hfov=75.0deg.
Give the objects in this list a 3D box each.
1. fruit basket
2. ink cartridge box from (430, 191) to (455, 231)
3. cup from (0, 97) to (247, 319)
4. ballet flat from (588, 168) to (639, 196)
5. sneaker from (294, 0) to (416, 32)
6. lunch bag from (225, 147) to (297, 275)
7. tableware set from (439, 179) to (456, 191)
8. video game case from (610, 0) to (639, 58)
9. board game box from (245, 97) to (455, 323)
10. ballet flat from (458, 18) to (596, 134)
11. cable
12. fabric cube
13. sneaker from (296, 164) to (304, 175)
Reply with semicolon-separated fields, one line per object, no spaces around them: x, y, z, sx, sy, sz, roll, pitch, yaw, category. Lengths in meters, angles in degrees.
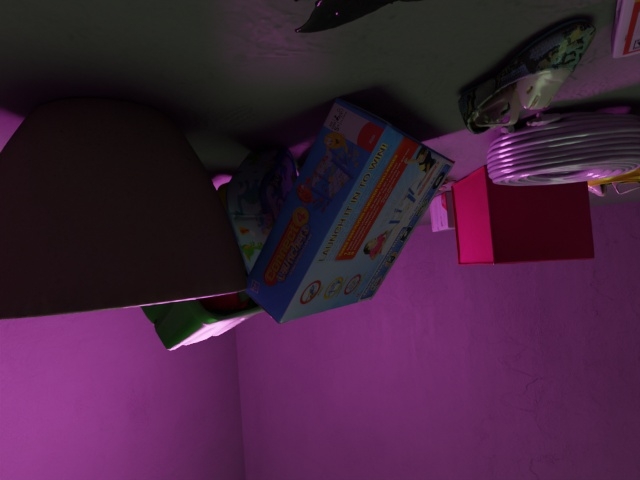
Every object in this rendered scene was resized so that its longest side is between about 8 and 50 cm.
-0.223;-0.007;0.890;0.392;0.392;0.283;-6;177;25;fruit basket
0.483;-0.103;1.501;0.127;0.128;0.176;-5;178;-4;ink cartridge box
-0.269;-0.039;0.538;0.331;0.237;0.331;-4;178;0;cup
0.867;-0.173;1.244;0.077;0.077;0.231;-3;177;-44;ballet flat
0.040;-0.172;0.231;0.089;0.051;0.170;-9;-179;-13;sneaker
-0.082;-0.043;0.739;0.090;0.219;0.176;-2;-145;14;lunch bag
0.292;-0.145;1.245;0.128;0.039;0.194;-2;176;-39;tableware set
0.312;-0.206;0.257;0.204;0.025;0.285;-6;177;31;video game case
0.062;-0.033;0.677;0.086;0.308;0.302;37;-161;27;board game box
0.227;-0.169;0.471;0.070;0.070;0.188;-4;177;-12;ballet flat
0.432;-0.153;0.740;0.257;0.089;0.257;-2;179;10;cable
0.534;-0.063;1.146;0.258;0.254;0.259;-5;177;-2;fabric cube
0.086;-0.114;0.924;0.236;0.130;0.323;-15;171;5;sneaker
